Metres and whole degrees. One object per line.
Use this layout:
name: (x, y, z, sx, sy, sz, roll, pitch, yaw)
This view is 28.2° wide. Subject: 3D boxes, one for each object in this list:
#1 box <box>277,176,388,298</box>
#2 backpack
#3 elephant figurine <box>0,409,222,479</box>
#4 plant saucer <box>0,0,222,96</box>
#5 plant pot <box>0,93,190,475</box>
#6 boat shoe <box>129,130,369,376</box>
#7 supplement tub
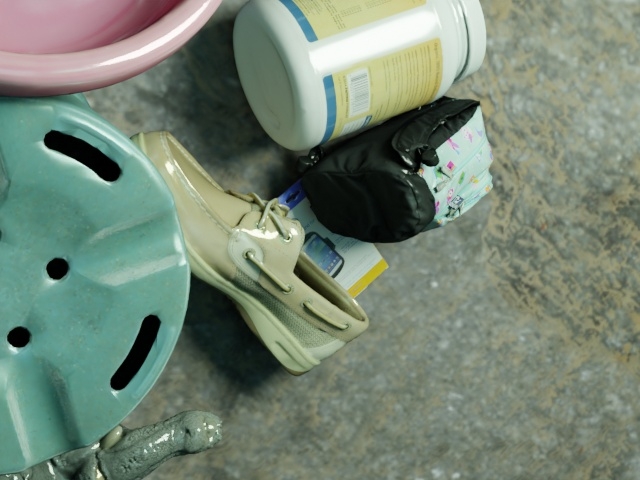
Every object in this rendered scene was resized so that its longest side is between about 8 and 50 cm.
box: (0.000, 0.000, 1.259, 0.081, 0.028, 0.136, -41, 114, -13)
backpack: (0.087, -0.069, 1.226, 0.182, 0.152, 0.115, -36, 124, -43)
elephant figurine: (-0.240, 0.210, 1.123, 0.239, 0.186, 0.169, -33, 154, -44)
plant saucer: (-0.212, -0.237, 0.820, 0.332, 0.084, 0.332, 10, 67, -25)
plant pot: (-0.270, -0.001, 0.947, 0.341, 0.334, 0.341, -7, 105, -27)
boat shoe: (-0.062, 0.001, 1.166, 0.098, 0.109, 0.302, -31, 122, 12)
supplement tub: (0.036, -0.178, 1.168, 0.199, 0.144, 0.144, -22, 111, -21)
